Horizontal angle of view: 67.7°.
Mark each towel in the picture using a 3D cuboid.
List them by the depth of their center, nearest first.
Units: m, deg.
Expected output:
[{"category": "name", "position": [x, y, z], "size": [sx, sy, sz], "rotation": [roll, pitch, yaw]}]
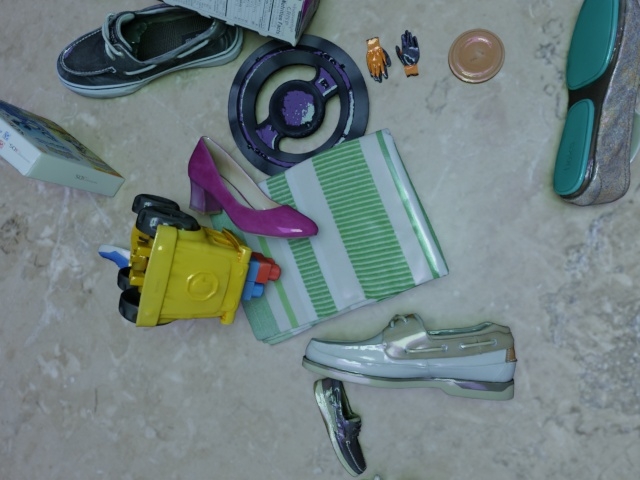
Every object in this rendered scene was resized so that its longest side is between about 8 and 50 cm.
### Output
[{"category": "towel", "position": [0.000, 0.000, 0.730], "size": [0.325, 0.038, 0.248], "rotation": [-24, 83, 21]}]

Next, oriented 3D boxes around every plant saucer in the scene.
[{"category": "plant saucer", "position": [0.238, -0.283, 0.729], "size": [0.083, 0.013, 0.083], "rotation": [0, 88, 11]}]

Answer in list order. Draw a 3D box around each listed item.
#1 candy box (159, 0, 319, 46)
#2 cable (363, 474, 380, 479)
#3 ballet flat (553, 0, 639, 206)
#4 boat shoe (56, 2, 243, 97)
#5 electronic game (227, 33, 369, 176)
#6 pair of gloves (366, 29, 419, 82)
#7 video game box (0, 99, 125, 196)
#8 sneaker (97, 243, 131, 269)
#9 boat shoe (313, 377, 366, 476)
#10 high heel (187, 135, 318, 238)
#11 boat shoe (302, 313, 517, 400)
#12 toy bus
[{"category": "candy box", "position": [-0.122, -0.384, 0.705], "size": [0.233, 0.159, 0.071], "rotation": [18, 136, -2]}, {"category": "cable", "position": [0.091, 0.482, 0.704], "size": [0.139, 0.072, 0.287], "rotation": [11, 91, 16]}, {"category": "ballet flat", "position": [0.402, -0.201, 0.664], "size": [0.106, 0.107, 0.316], "rotation": [8, 95, -9]}, {"category": "boat shoe", "position": [-0.298, -0.327, 0.778], "size": [0.335, 0.119, 0.121], "rotation": [-12, 86, 10]}, {"category": "electronic game", "position": [-0.037, -0.209, 0.761], "size": [0.229, 0.048, 0.229], "rotation": [1, 97, 9]}, {"category": "pair of gloves", "position": [0.114, -0.291, 0.755], "size": [0.083, 0.010, 0.074], "rotation": [-8, 87, 10]}, {"category": "video game box", "position": [-0.443, -0.151, 0.757], "size": [0.187, 0.205, 0.048], "rotation": [40, 94, 9]}, {"category": "sneaker", "position": [-0.313, 0.062, 0.800], "size": [0.152, 0.058, 0.084], "rotation": [17, 83, 4]}, {"category": "boat shoe", "position": [0.038, 0.281, 0.728], "size": [0.049, 0.056, 0.152], "rotation": [-27, 83, 14]}, {"category": "high heel", "position": [-0.102, -0.079, 0.707], "size": [0.244, 0.082, 0.117], "rotation": [20, 108, 34]}, {"category": "boat shoe", "position": [0.127, 0.157, 0.694], "size": [0.302, 0.113, 0.103], "rotation": [5, 88, 0]}, {"category": "toy bus", "position": [-0.176, 0.029, 0.701], "size": [0.211, 0.220, 0.149], "rotation": [9, 102, -28]}]
